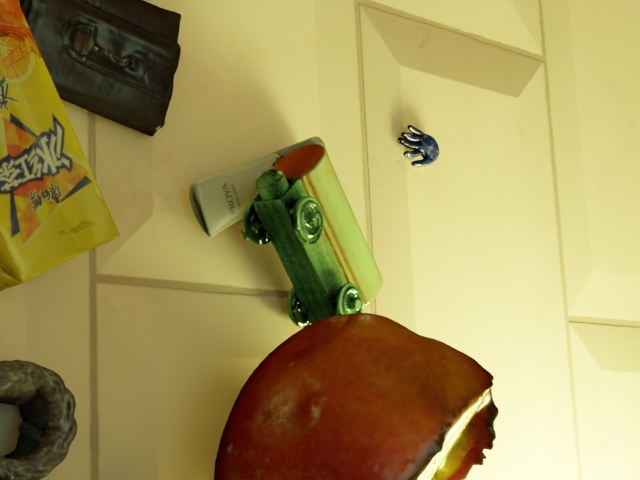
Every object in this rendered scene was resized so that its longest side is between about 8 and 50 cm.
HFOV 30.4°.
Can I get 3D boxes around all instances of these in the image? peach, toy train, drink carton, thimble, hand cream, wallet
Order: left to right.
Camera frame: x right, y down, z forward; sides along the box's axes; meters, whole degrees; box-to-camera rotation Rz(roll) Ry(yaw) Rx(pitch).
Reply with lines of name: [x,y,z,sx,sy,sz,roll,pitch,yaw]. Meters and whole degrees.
drink carton: [-0.386,-0.128,1.379,0.154,0.111,0.351,-30,102,-42]
thimble: [-0.358,0.206,1.333,0.150,0.098,0.150,11,74,-41]
wallet: [-0.291,-0.254,1.539,0.229,0.049,0.182,19,71,-37]
hand cream: [-0.086,-0.085,1.685,0.255,0.048,0.079,-30,104,-42]
toy train: [0.000,0.000,1.681,0.177,0.116,0.285,-54,129,-42]
peach: [0.033,0.276,1.534,0.406,0.310,0.335,-51,153,-26]

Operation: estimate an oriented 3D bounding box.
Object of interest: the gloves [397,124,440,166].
gloves: [0.162,-0.152,1.946,0.086,0.026,0.064,27,65,-36]
